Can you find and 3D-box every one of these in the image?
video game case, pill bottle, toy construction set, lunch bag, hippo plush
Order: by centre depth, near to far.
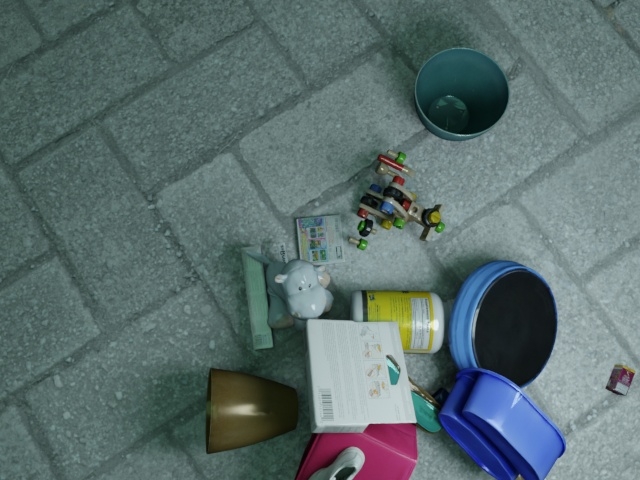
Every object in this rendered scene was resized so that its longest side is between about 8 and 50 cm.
[{"bbox_3d":[-0.046,0.125,1.678,0.235,0.236,0.294,-14,84,-24],"label":"hippo plush"},{"bbox_3d":[0.257,0.244,1.709,0.334,0.188,0.187,1,79,0],"label":"pill bottle"},{"bbox_3d":[0.357,0.500,1.721,0.098,0.067,0.065,-40,81,-4],"label":"lunch bag"},{"bbox_3d":[0.269,-0.119,1.793,0.237,0.257,0.308,24,56,-14],"label":"toy construction set"},{"bbox_3d":[0.000,0.000,1.840,0.143,0.019,0.157,-5,80,-1],"label":"video game case"}]

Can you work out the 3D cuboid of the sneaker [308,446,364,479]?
[{"bbox_3d":[0.023,0.606,1.416,0.080,0.094,0.212,40,99,3],"label":"sneaker"}]

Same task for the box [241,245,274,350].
[{"bbox_3d":[-0.195,0.179,1.782,0.067,0.063,0.323,-9,80,-3],"label":"box"}]

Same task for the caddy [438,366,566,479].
[{"bbox_3d":[0.490,0.490,1.531,0.341,0.241,0.179,46,59,-2],"label":"caddy"}]

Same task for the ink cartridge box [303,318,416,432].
[{"bbox_3d":[0.095,0.352,1.506,0.261,0.066,0.296,4,52,-12],"label":"ink cartridge box"}]

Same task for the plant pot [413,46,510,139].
[{"bbox_3d":[0.432,-0.439,1.833,0.291,0.195,0.289,0,80,0],"label":"plant pot"}]

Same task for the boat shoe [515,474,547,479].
[{"bbox_3d":[0.584,0.662,1.673,0.117,0.123,0.324,-9,70,2],"label":"boat shoe"}]

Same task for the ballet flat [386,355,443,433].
[{"bbox_3d":[0.218,0.418,1.651,0.342,0.124,0.116,38,90,2],"label":"ballet flat"}]

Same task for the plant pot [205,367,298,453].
[{"bbox_3d":[-0.199,0.492,1.657,0.255,0.237,0.236,3,79,-13],"label":"plant pot"}]

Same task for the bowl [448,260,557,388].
[{"bbox_3d":[0.545,0.253,1.665,0.392,0.077,0.390,-2,93,-30],"label":"bowl"}]

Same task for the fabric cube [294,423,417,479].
[{"bbox_3d":[0.098,0.594,1.580,0.258,0.259,0.254,26,99,4],"label":"fabric cube"}]

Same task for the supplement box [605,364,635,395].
[{"bbox_3d":[0.916,0.426,1.743,0.043,0.055,0.083,27,81,5],"label":"supplement box"}]
